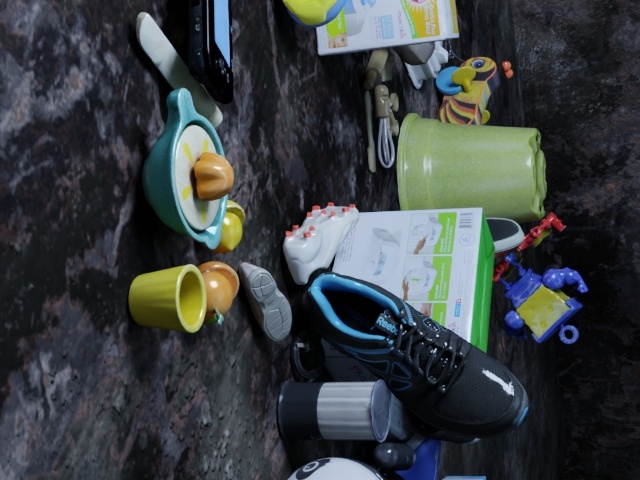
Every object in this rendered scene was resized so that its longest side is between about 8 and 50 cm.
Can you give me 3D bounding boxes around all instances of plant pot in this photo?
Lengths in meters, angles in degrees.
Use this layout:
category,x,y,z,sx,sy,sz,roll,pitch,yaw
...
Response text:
category,x,y,z,sx,sy,sz,roll,pitch,yaw
plant pot,0.308,-0.123,2.168,0.276,0.254,0.276,-3,90,-70

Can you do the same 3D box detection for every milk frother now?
category,x,y,z,sx,sy,sz,roll,pitch,yaw
milk frother,0.023,0.197,1.492,0.129,0.135,0.143,-13,100,-71

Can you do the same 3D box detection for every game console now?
category,x,y,z,sx,sy,sz,roll,pitch,yaw
game console,-0.117,-0.325,1.261,0.213,0.044,0.361,42,42,-64

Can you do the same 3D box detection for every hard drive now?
category,x,y,z,sx,sy,sz,roll,pitch,yaw
hard drive,0.122,0.450,1.789,0.319,0.040,0.210,-20,117,-65

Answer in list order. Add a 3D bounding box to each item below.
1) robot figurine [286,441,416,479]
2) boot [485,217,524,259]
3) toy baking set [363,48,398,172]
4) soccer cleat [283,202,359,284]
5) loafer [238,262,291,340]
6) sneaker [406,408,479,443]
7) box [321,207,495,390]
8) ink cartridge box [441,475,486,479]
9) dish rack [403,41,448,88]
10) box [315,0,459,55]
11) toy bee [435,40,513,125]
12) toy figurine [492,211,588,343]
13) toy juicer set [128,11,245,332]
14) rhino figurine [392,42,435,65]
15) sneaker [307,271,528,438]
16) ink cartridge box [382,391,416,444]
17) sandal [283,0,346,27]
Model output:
category,x,y,z,sx,sy,sz,roll,pitch,yaw
robot figurine,0.039,0.377,1.465,0.278,0.174,0.209,37,50,-66
boot,0.278,0.063,2.102,0.088,0.244,0.176,-111,-176,-55
toy baking set,0.116,-0.244,1.975,0.256,0.030,0.196,-68,149,-50
soccer cleat,0.000,0.000,1.570,0.196,0.068,0.076,-38,128,-58
loafer,-0.070,0.075,1.389,0.045,0.039,0.125,-36,135,-18
sneaker,0.201,0.204,1.871,0.147,0.105,0.295,5,73,-55
box,0.136,0.090,1.682,0.126,0.231,0.261,61,32,-52
ink cartridge box,0.284,0.541,2.248,0.143,0.090,0.092,0,87,-70
dish rack,0.195,-0.493,2.180,0.333,0.072,0.285,51,41,-57
box,0.101,-0.352,1.688,0.103,0.203,0.114,-31,116,-68
toy bee,0.338,-0.348,2.429,0.195,0.162,0.298,23,66,-67
toy figurine,0.409,0.147,2.199,0.217,0.362,0.191,45,20,10
toy juicer set,-0.121,-0.062,1.188,0.209,0.090,0.328,18,70,-69
rhino figurine,0.125,-0.393,1.925,0.243,0.073,0.106,37,32,-46
sneaker,0.120,0.156,1.484,0.125,0.341,0.139,-58,163,-10
ink cartridge box,0.127,0.189,1.898,0.186,0.065,0.311,50,44,-62
sandal,0.009,-0.441,1.574,0.138,0.126,0.317,53,40,-64
